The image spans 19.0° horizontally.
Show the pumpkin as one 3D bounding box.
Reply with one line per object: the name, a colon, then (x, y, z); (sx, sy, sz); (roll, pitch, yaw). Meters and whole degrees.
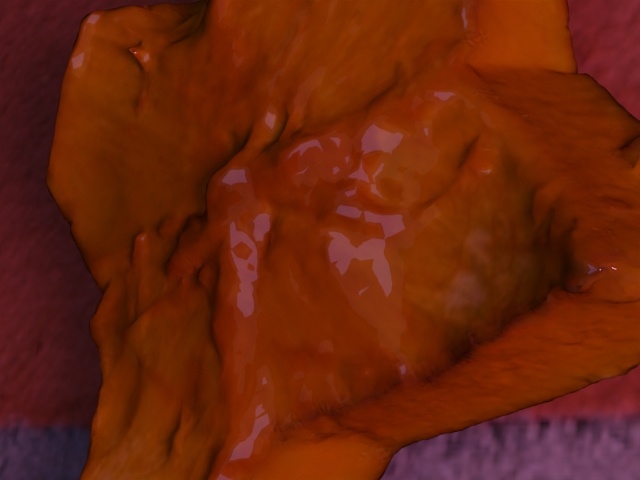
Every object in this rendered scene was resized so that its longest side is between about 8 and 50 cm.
pumpkin: (-0.016, -0.007, 0.628); (0.290, 0.095, 0.258); (-38, 53, 29)
